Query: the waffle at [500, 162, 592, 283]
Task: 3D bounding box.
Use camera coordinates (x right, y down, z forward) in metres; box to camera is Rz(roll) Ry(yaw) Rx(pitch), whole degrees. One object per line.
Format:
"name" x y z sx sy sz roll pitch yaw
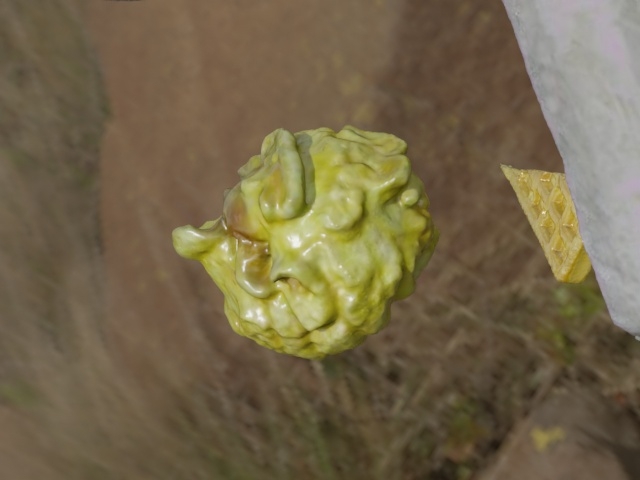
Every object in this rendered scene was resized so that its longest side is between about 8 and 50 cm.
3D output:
"waffle" 0.219 -0.060 1.732 0.191 0.032 0.125 -110 31 -48

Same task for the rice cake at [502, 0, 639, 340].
"rice cake" 0.124 -0.094 0.755 0.106 0.298 0.050 -9 20 42

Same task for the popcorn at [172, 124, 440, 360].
"popcorn" -0.011 -0.005 1.716 0.235 0.216 0.181 -61 -1 42
